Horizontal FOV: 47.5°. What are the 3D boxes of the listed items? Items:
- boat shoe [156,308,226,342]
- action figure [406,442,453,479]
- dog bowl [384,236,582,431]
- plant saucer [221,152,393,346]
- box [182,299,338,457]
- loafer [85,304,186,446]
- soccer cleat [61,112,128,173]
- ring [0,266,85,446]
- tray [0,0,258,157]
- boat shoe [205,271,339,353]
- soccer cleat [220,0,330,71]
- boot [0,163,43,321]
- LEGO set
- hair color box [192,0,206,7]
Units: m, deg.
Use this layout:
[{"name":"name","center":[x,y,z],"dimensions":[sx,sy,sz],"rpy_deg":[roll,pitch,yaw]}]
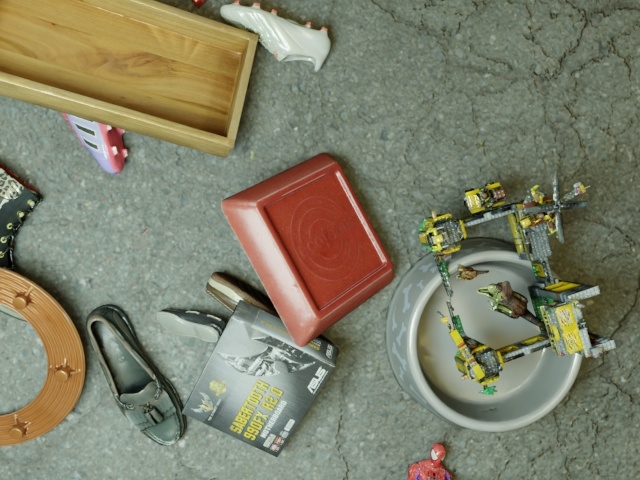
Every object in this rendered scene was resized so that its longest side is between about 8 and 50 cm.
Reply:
[{"name":"boat shoe","center":[-0.219,0.137,1.232],"dimensions":[0.125,0.038,0.046],"rpy_deg":[10,132,24]},{"name":"action figure","center":[0.181,0.492,1.242],"dimensions":[0.091,0.139,0.280],"rpy_deg":[13,88,-7]},{"name":"dog bowl","center":[0.290,0.168,1.258],"dimensions":[0.348,0.102,0.349],"rpy_deg":[0,91,-5]},{"name":"plant saucer","center":[0.000,0.000,1.180],"dimensions":[0.258,0.047,0.259],"rpy_deg":[-31,93,-42]},{"name":"box","center":[-0.101,0.231,1.195],"dimensions":[0.183,0.056,0.231],"rpy_deg":[27,118,-6]},{"name":"loafer","center":[-0.317,0.234,1.212],"dimensions":[0.096,0.084,0.267],"rpy_deg":[-30,94,-4]},{"name":"soccer cleat","center":[-0.396,-0.220,1.202],"dimensions":[0.095,0.083,0.248],"rpy_deg":[-20,91,6]},{"name":"ring","center":[-0.550,0.193,1.165],"dimensions":[0.336,0.032,0.337],"rpy_deg":[0,110,0]},{"name":"tray","center":[-0.321,-0.286,1.150],"dimensions":[0.410,0.076,0.203],"rpy_deg":[15,74,-17]},{"name":"boat shoe","center":[-0.096,0.156,1.228],"dimensions":[0.257,0.095,0.095],"rpy_deg":[35,94,-5]},{"name":"soccer cleat","center":[-0.079,-0.347,1.231],"dimensions":[0.196,0.068,0.076],"rpy_deg":[16,93,-8]},{"name":"boot","center":[-0.512,0.002,1.191],"dimensions":[0.236,0.085,0.178],"rpy_deg":[43,85,-6]},{"name":"LEGO set","center":[0.298,0.071,1.108],"dimensions":[0.255,0.192,0.331],"rpy_deg":[-9,92,-5]},{"name":"hair color box","center":[-0.179,-0.469,1.229],"dimensions":[0.141,0.043,0.072],"rpy_deg":[-40,94,-2]}]
